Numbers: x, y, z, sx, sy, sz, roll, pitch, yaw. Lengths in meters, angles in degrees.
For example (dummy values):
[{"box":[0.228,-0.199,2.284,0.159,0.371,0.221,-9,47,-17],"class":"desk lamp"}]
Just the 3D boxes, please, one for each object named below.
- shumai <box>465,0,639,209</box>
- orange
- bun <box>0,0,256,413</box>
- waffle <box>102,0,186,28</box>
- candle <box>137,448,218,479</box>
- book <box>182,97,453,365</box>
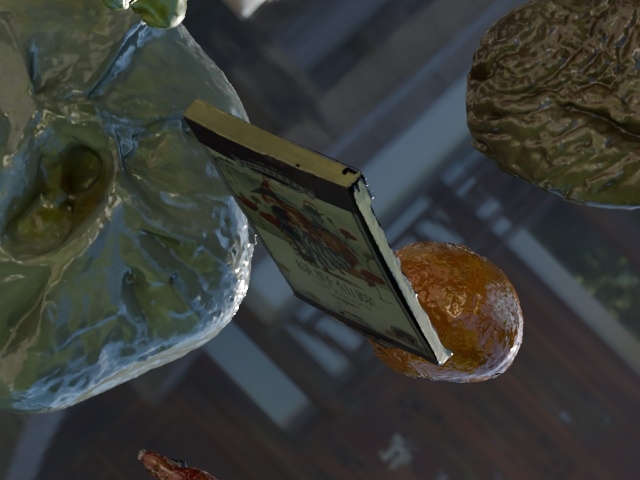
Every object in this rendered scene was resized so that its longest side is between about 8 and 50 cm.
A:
[{"box":[0.218,-0.096,1.362,0.175,0.205,0.166,39,68,-73],"class":"shumai"},{"box":[0.099,0.058,1.480,0.135,0.118,0.135,-2,177,0],"class":"orange"},{"box":[-0.213,-0.045,1.415,0.354,0.354,0.194,-44,178,-9],"class":"bun"},{"box":[-0.114,-0.308,1.171,0.297,0.073,0.317,45,64,-52],"class":"waffle"},{"box":[-0.057,0.189,1.220,0.053,0.162,0.048,-55,174,33],"class":"candle"},{"box":[-0.001,0.001,1.301,0.026,0.157,0.231,-51,142,-19],"class":"book"}]
